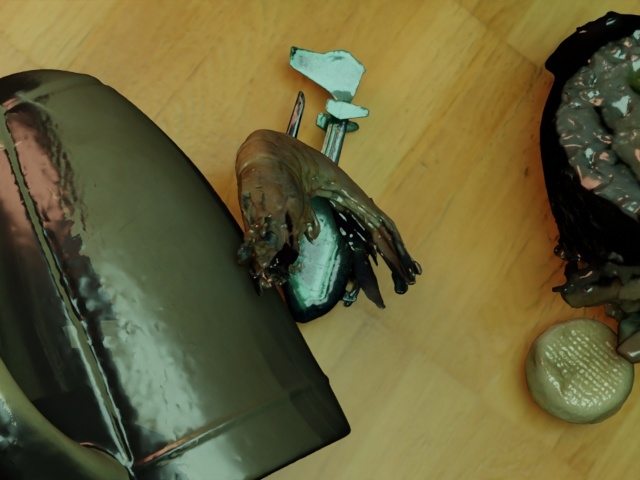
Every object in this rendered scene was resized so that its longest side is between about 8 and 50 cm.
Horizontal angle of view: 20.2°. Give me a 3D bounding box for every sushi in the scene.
[{"bbox_3d":[0.277,-0.036,1.363,0.238,0.219,0.225,-18,47,6],"label":"sushi"}]

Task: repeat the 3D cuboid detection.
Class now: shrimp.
[{"bbox_3d":[0.000,0.000,1.227,0.152,0.219,0.046,38,112,-13],"label":"shrimp"}]

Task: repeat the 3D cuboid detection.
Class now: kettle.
[{"bbox_3d":[-0.168,0.041,1.179,0.228,0.321,0.324,-30,83,23],"label":"kettle"}]

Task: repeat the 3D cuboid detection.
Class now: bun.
[{"bbox_3d":[0.196,0.104,1.381,0.086,0.055,0.086,5,66,-11],"label":"bun"}]

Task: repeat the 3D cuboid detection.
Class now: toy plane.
[{"bbox_3d":[-0.001,-0.030,1.353,0.096,0.060,0.235,13,82,1],"label":"toy plane"}]
